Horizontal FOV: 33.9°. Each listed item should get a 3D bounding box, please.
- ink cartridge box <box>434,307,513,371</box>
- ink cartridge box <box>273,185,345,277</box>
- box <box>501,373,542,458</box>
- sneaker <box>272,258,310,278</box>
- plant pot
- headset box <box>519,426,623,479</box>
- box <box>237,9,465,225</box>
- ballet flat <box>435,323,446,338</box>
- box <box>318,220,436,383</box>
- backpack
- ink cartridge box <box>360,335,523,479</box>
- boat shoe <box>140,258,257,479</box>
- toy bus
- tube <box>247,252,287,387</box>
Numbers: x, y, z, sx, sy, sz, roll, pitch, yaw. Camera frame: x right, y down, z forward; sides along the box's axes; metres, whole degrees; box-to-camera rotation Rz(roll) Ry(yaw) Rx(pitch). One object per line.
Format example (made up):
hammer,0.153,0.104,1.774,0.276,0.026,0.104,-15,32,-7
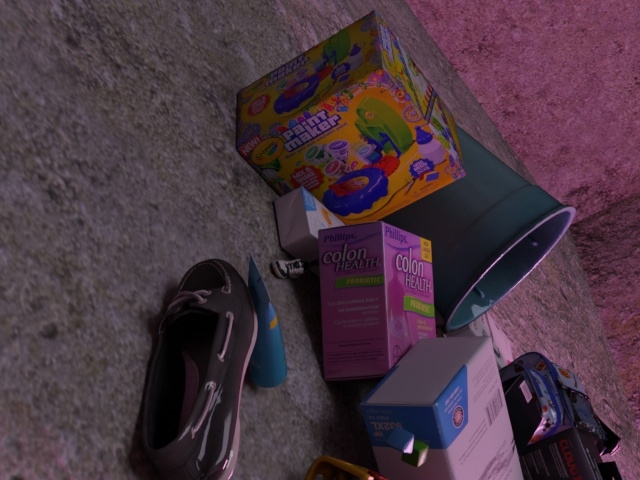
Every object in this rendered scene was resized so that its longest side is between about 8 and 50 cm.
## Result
ink cartridge box,0.330,0.218,2.264,0.218,0.092,0.158,48,25,-29
ink cartridge box,0.000,0.000,1.794,0.181,0.061,0.104,40,30,-46
box,0.271,0.336,1.849,0.103,0.184,0.261,67,21,4
sneaker,-0.046,0.040,1.672,0.083,0.037,0.032,3,63,-65
plant pot,0.264,-0.055,2.086,0.334,0.341,0.341,47,15,20
headset box,0.387,0.465,1.807,0.110,0.293,0.218,27,41,-57
box,0.051,-0.189,1.827,0.279,0.290,0.177,46,27,-35
ballet flat,0.218,0.230,2.002,0.077,0.079,0.221,53,23,-25
box,0.098,0.108,1.716,0.213,0.117,0.243,19,66,-62
backpack,0.421,0.362,2.108,0.213,0.276,0.263,38,26,-23
ink cartridge box,0.196,0.329,1.584,0.223,0.129,0.307,-38,117,-54
boat shoe,-0.144,0.133,1.223,0.095,0.112,0.335,50,27,-41
toy bus,0.052,0.353,1.425,0.191,0.104,0.202,-32,131,-42
tube,-0.073,0.112,1.356,0.207,0.052,0.080,88,-23,-49
